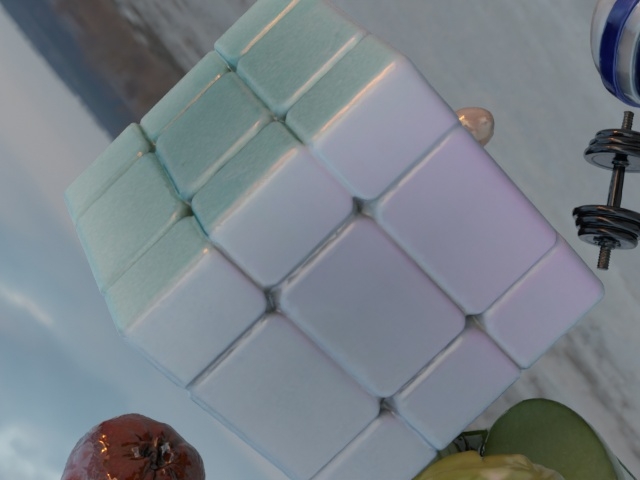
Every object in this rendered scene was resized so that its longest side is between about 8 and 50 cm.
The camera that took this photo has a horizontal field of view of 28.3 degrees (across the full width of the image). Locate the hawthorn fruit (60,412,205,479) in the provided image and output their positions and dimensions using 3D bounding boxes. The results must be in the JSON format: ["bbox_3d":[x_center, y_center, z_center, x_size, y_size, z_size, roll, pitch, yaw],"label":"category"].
[{"bbox_3d":[-0.275,0.362,1.775,0.205,0.253,0.205,19,-139,-18],"label":"hawthorn fruit"}]

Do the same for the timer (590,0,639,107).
[{"bbox_3d":[0.418,-0.225,1.185,0.270,0.383,0.270,51,154,38],"label":"timer"}]

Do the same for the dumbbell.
[{"bbox_3d":[0.375,-0.064,1.610,0.099,0.209,0.099,11,171,2],"label":"dumbbell"}]

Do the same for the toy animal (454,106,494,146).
[{"bbox_3d":[0.186,-0.012,1.732,0.269,0.237,0.326,60,174,-34],"label":"toy animal"}]

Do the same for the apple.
[{"bbox_3d":[0.173,0.313,1.311,0.233,0.295,0.258,78,180,-71],"label":"apple"}]

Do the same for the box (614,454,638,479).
[{"bbox_3d":[0.357,0.322,1.687,0.129,0.086,0.225,50,-170,27],"label":"box"}]

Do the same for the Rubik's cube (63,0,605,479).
[{"bbox_3d":[0.000,0.000,1.157,0.319,0.316,0.322,44,-177,-30],"label":"Rubik's cube"}]

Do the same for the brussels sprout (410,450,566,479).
[{"bbox_3d":[0.100,0.215,0.795,0.149,0.152,0.122,11,-168,9],"label":"brussels sprout"}]
